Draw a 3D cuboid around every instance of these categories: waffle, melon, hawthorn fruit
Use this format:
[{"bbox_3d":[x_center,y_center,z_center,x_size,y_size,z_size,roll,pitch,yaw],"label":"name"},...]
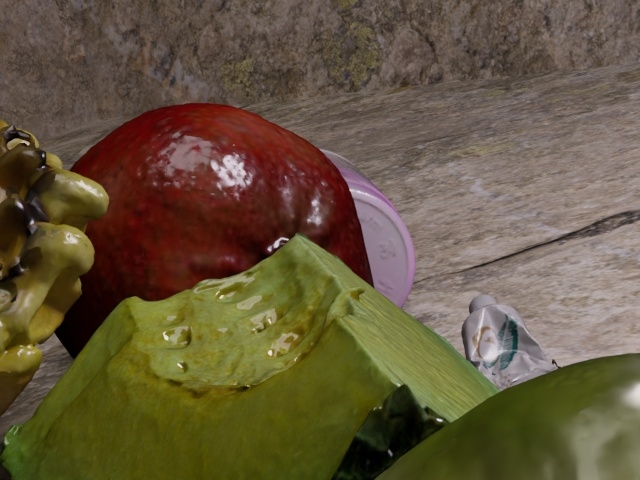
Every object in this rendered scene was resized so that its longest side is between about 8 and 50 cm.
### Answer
[{"bbox_3d":[-0.320,0.080,1.368,0.382,0.095,0.380,-57,29,-7],"label":"waffle"},{"bbox_3d":[-0.017,0.119,1.073,0.331,0.226,0.343,-4,22,-15],"label":"melon"},{"bbox_3d":[-0.113,0.009,1.469,0.265,0.265,0.307,-19,25,-28],"label":"hawthorn fruit"}]

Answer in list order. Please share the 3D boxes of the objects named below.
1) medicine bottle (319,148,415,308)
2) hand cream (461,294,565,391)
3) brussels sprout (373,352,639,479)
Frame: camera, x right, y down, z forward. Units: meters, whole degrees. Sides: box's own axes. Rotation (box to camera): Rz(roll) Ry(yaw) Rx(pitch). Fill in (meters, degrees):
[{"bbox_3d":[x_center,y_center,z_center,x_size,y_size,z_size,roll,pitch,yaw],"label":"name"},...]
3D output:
[{"bbox_3d":[0.000,0.000,1.700,0.152,0.152,0.254,-13,12,-4],"label":"medicine bottle"},{"bbox_3d":[0.154,0.100,1.353,0.084,0.050,0.257,-15,19,-6],"label":"hand cream"},{"bbox_3d":[0.126,0.170,0.598,0.317,0.242,0.273,1,25,9],"label":"brussels sprout"}]
